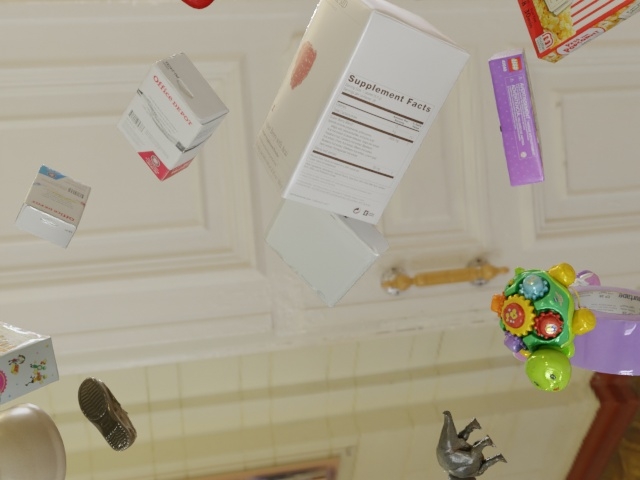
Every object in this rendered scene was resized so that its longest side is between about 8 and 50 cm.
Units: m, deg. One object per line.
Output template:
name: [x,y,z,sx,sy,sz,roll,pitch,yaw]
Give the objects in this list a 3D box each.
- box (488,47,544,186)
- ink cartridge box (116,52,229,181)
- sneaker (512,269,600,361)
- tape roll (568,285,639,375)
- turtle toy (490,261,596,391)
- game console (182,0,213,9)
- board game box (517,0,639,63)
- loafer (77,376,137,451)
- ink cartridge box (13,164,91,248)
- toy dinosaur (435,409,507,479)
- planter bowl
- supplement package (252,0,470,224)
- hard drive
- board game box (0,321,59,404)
box: [0.334,-0.218,1.366,0.293,0.057,0.200,-47,-54,-69]
ink cartridge box: [-0.209,-0.172,1.137,0.109,0.063,0.150,52,136,3]
sneaker: [0.476,0.141,1.695,0.236,0.095,0.104,-47,32,13]
tape roll: [0.426,0.127,1.182,0.189,0.189,0.080,-139,50,-72]
turtle toy: [0.217,0.086,0.804,0.095,0.066,0.130,-40,61,47]
game console: [-0.099,-0.282,0.641,0.144,0.124,0.085,-37,41,30]
board game box: [0.336,-0.333,0.996,0.193,0.045,0.146,-30,68,42]
loafer: [-0.367,0.301,1.396,0.148,0.056,0.050,54,-177,20]
ink cartridge box: [-0.426,-0.055,1.292,0.052,0.088,0.122,-54,22,26]
toy dinosaur: [0.358,0.537,2.021,0.313,0.160,0.121,51,-176,-46]
planter bowl: [-0.478,0.335,1.212,0.109,0.162,0.162,-4,-91,-59]
supplement package: [0.050,-0.205,1.203,0.293,0.175,0.177,-62,31,21]
hard drive: [0.000,0.000,1.490,0.203,0.040,0.307,46,155,5]
board game box: [-0.677,0.250,1.482,0.224,0.303,0.097,8,111,39]
